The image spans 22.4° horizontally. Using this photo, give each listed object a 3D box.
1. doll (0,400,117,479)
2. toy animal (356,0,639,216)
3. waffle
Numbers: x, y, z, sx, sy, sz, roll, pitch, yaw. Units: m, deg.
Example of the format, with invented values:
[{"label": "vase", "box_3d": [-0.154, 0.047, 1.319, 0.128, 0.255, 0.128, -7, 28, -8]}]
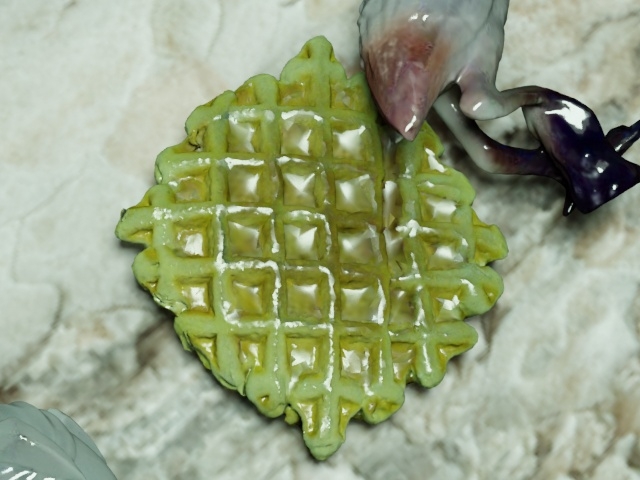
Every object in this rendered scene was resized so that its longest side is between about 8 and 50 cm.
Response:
[{"label": "doll", "box_3d": [-0.130, 0.139, 0.849, 0.180, 0.079, 0.094, 31, 50, -13]}, {"label": "toy animal", "box_3d": [0.078, -0.149, 0.989, 0.195, 0.090, 0.324, -1, 60, -44]}, {"label": "waffle", "box_3d": [0.000, 0.000, 0.938, 0.214, 0.054, 0.208, 45, 63, 5]}]
